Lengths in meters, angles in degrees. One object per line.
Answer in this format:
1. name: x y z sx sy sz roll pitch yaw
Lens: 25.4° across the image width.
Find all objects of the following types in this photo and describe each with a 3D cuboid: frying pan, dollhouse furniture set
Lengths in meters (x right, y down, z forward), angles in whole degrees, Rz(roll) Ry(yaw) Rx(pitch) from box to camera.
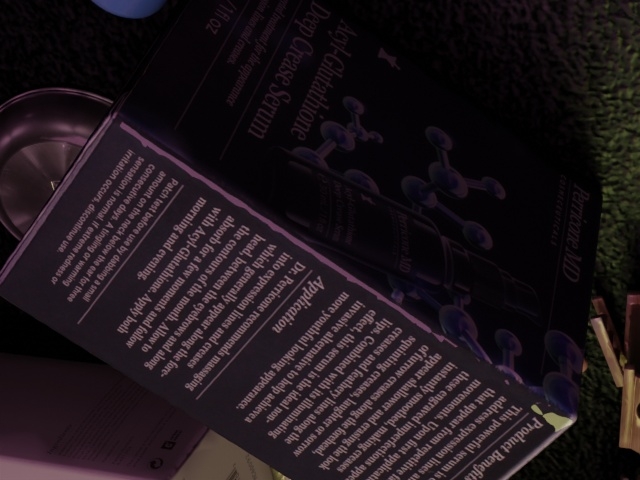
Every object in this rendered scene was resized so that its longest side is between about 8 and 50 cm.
1. frying pan: -0.289 -0.069 1.315 0.326 0.053 0.197 17 127 -1
2. dollhouse furniture set: 0.238 0.136 1.233 0.161 0.182 0.101 4 126 12

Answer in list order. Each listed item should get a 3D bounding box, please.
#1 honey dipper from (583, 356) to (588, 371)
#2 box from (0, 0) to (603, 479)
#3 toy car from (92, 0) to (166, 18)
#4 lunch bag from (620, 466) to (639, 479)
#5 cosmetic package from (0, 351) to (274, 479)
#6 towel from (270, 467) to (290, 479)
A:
1. honey dipper: 0.186 0.147 1.356 0.161 0.030 0.030 -33 112 28
2. box: 0.000 0.000 1.128 0.395 0.293 0.212 34 127 -11
3. toy car: -0.019 -0.256 1.019 0.238 0.210 0.219 22 140 -17
4. lunch bag: 0.411 0.360 1.335 0.305 0.212 0.256 12 98 7
5. cosmetic package: -0.240 0.233 1.372 0.365 0.155 0.197 5 126 28
6. towel: -0.007 0.198 1.400 0.187 0.049 0.282 -25 117 9
